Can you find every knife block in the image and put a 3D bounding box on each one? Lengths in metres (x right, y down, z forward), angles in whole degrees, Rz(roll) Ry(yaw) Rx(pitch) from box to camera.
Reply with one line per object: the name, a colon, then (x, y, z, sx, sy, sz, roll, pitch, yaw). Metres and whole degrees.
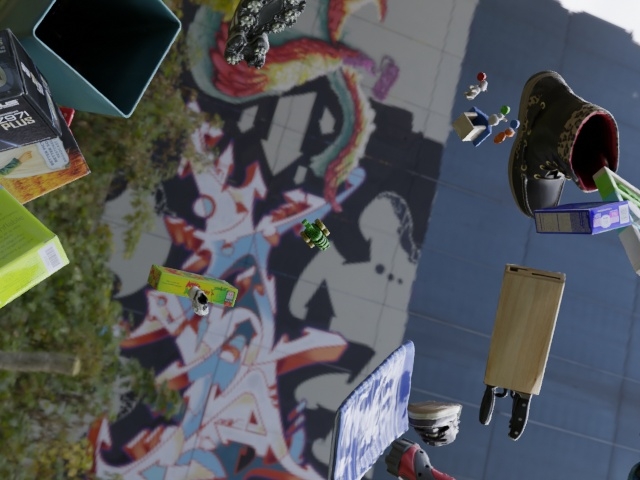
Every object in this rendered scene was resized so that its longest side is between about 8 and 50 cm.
knife block: (0.311, 0.187, 1.122, 0.275, 0.088, 0.242, 61, 40, -69)

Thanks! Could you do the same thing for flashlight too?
flashlight: (0.305, 0.591, 1.746, 0.304, 0.103, 0.103, 14, -86, 41)

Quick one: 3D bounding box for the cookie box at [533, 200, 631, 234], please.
cookie box: (0.400, -0.035, 1.086, 0.107, 0.092, 0.040, 3, -77, 60)

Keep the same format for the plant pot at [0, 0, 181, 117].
plant pot: (-0.354, -0.285, 0.977, 0.234, 0.166, 0.165, 9, -114, 39)

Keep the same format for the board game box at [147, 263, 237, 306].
board game box: (-0.289, 0.102, 1.597, 0.092, 0.181, 0.043, 22, -84, 62)

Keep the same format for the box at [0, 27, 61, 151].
box: (-0.401, -0.148, 0.781, 0.147, 0.180, 0.077, 124, -51, -78)

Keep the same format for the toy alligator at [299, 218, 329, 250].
toy alligator: (0.000, 0.000, 1.652, 0.056, 0.051, 0.189, -39, 154, 0)

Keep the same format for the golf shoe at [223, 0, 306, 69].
golf shoe: (-0.112, -0.429, 1.297, 0.273, 0.105, 0.120, -31, -125, 57)

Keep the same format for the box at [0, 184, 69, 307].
box: (-0.314, -0.008, 0.606, 0.109, 0.178, 0.042, -38, 147, -27)

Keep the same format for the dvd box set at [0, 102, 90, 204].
dvd box set: (-0.684, -0.174, 1.291, 0.062, 0.420, 0.307, 12, -53, 58)

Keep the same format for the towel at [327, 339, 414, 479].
towel: (0.114, 0.374, 1.473, 0.336, 0.040, 0.243, -29, 129, -55)

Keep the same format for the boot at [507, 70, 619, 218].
boot: (0.562, -0.181, 1.651, 0.284, 0.138, 0.377, -111, -161, -63)

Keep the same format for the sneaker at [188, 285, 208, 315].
sneaker: (-0.253, 0.134, 1.498, 0.032, 0.037, 0.083, -48, 139, -28)

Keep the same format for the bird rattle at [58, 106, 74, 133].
bird rattle: (-0.640, -0.229, 1.440, 0.143, 0.253, 0.206, 9, -116, 54)

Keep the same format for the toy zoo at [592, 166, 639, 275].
toy zoo: (0.561, 0.015, 1.163, 0.030, 0.192, 0.293, -47, -154, 34)

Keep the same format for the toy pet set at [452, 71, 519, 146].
toy pet set: (0.298, -0.216, 1.249, 0.114, 0.065, 0.122, -47, -118, 43)

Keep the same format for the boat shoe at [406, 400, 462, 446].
boat shoe: (0.247, 0.388, 1.495, 0.285, 0.103, 0.092, 33, 58, -70)

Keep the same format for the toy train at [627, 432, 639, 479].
toy train: (0.347, 0.238, 0.626, 0.105, 0.184, 0.080, -37, -168, -23)
